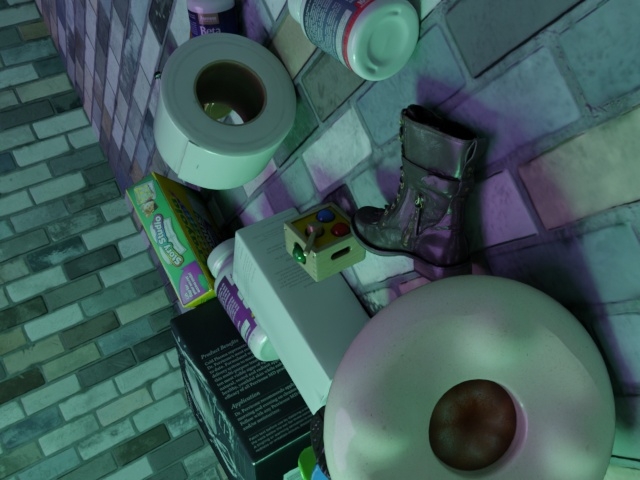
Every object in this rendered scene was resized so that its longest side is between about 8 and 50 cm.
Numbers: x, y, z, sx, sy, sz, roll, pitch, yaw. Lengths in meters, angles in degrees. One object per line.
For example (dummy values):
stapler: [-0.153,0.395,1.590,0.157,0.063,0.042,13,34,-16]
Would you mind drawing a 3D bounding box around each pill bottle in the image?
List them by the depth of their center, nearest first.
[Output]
pill bottle: [0.035,-0.296,0.849,0.180,0.107,0.108,45,149,38]
pill bottle: [-0.210,-0.435,1.252,0.094,0.094,0.170,44,149,40]
pill bottle: [-0.161,0.137,1.598,0.301,0.169,0.169,51,152,30]

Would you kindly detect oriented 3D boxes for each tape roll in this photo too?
tape roll: [-0.183,-0.237,1.197,0.246,0.246,0.169,63,156,6]

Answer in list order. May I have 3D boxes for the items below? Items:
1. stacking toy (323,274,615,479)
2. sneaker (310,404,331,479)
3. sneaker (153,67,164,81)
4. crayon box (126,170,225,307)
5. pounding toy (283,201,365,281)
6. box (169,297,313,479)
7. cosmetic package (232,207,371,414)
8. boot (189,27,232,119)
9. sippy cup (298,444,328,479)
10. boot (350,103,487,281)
stacking toy: [0.151,0.206,0.934,0.480,0.350,0.351,-161,49,-82]
sneaker: [0.081,0.339,0.959,0.227,0.130,0.087,37,102,40]
sneaker: [-0.347,-0.349,1.628,0.256,0.094,0.151,45,146,38]
crayon box: [-0.363,0.008,1.812,0.363,0.106,0.313,61,-173,11]
pounding toy: [0.000,0.000,1.162,0.130,0.141,0.100,44,148,41]
box: [-0.162,0.457,1.759,0.472,0.297,0.480,51,153,35]
cosmetic package: [-0.034,0.149,1.365,0.385,0.156,0.217,55,155,21]
boot: [-0.248,-0.379,1.435,0.152,0.072,0.197,64,158,22]
sippy cup: [0.107,0.396,1.114,0.240,0.224,0.306,44,127,14]
boot: [0.132,-0.079,0.902,0.263,0.091,0.229,29,132,49]
